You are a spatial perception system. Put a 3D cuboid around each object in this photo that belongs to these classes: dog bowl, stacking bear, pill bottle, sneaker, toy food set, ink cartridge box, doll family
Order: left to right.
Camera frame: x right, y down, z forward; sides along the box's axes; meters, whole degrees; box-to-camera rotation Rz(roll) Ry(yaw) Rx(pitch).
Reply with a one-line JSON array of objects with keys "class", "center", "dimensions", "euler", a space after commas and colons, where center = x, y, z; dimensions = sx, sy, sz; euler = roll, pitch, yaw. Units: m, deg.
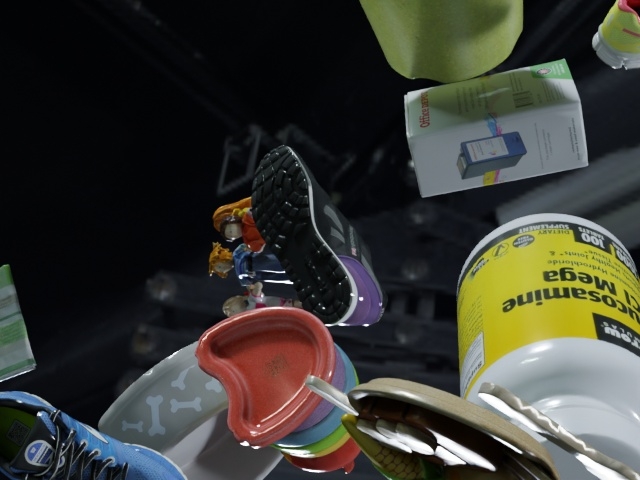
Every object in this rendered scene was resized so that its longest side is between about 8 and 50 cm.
[{"class": "sneaker", "center": [-0.313, 0.284, 1.624], "dimensions": [0.330, 0.130, 0.147], "euler": [22, -7, 15]}, {"class": "dog bowl", "center": [-0.173, 0.290, 1.900], "dimensions": [0.349, 0.102, 0.349], "euler": [-31, -31, -21]}, {"class": "doll family", "center": [-0.091, 0.021, 1.992], "dimensions": [0.163, 0.118, 0.263], "euler": [6, -48, 4]}, {"class": "stacking bear", "center": [-0.021, 0.215, 1.698], "dimensions": [0.164, 0.175, 0.289], "euler": [-30, -33, 0]}, {"class": "sneaker", "center": [0.000, 0.000, 1.817], "dimensions": [0.107, 0.283, 0.124], "euler": [-37, -28, 29]}, {"class": "toy food set", "center": [0.071, 0.117, 0.701], "dimensions": [0.132, 0.038, 0.192], "euler": [33, -19, -22]}, {"class": "ink cartridge box", "center": [0.218, -0.143, 1.645], "dimensions": [0.212, 0.154, 0.093], "euler": [-10, -63, 7]}, {"class": "pill bottle", "center": [0.223, 0.130, 1.212], "dimensions": [0.188, 0.334, 0.188], "euler": [2, -59, 3]}, {"class": "sneaker", "center": [0.414, -0.253, 1.464], "dimensions": [0.208, 0.081, 0.094], "euler": [-14, -33, -9]}]

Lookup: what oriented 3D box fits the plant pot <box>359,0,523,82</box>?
[{"class": "plant pot", "center": [0.139, -0.340, 1.576], "dimensions": [0.276, 0.276, 0.254], "euler": [-5, -42, 16]}]

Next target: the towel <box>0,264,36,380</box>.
[{"class": "towel", "center": [-0.455, 0.122, 1.832], "dimensions": [0.113, 0.152, 0.023], "euler": [-21, -12, 27]}]
